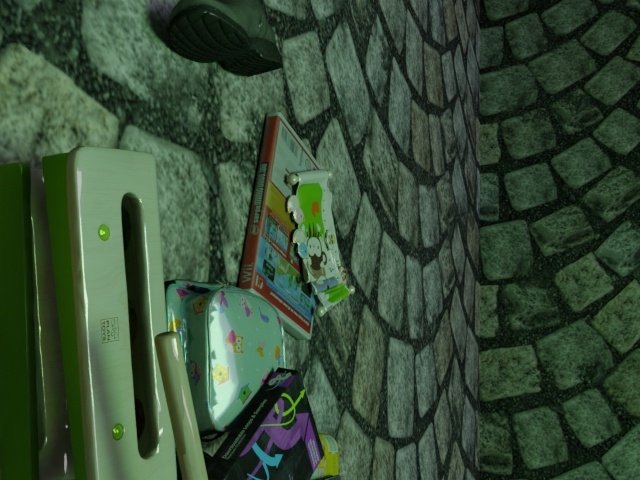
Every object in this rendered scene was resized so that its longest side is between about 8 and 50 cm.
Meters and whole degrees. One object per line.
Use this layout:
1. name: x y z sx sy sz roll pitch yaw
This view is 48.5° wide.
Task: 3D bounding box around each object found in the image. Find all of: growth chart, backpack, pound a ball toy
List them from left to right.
1. pound a ball toy: -0.151 0.091 0.558 0.135 0.208 0.319 -4 89 -67
2. backpack: -0.115 0.121 0.727 0.188 0.144 0.166 16 68 -68
3. growth chart: 0.000 0.000 1.114 0.172 0.021 0.237 -37 120 -62

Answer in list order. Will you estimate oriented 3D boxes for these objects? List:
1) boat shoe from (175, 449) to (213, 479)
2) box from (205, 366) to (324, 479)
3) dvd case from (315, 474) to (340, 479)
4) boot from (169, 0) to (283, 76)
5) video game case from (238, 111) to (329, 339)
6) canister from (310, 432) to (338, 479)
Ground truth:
1. boat shoe: -0.104 0.321 0.769 0.120 0.122 0.324 -75 159 -49
2. box: -0.053 0.215 0.661 0.162 0.029 0.116 -49 133 -47
3. dvd case: -0.004 0.382 0.875 0.221 0.018 0.165 44 45 -70
4. boot: -0.126 -0.304 0.881 0.246 0.083 0.161 -6 85 -73
5. video game case: -0.047 -0.018 1.062 0.204 0.025 0.285 49 42 -56
6. canister: -0.034 0.321 0.971 0.170 0.073 0.126 37 53 -63
